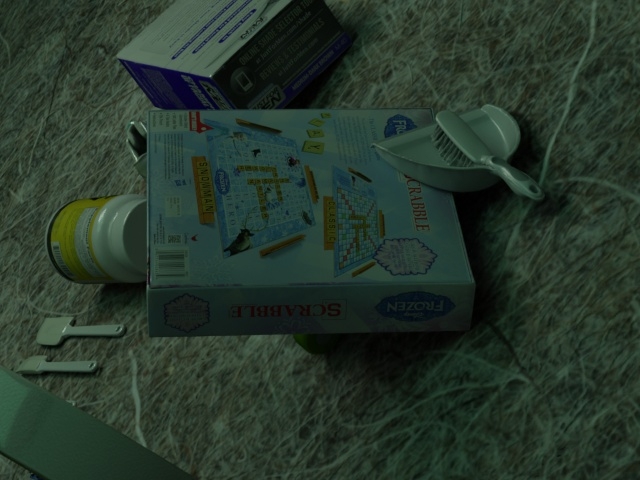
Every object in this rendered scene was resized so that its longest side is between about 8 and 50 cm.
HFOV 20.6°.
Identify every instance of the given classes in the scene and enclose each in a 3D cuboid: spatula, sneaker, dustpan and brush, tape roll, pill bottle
[{"bbox_3d":[-0.353,0.174,2.361,0.242,0.019,0.168,-3,50,54],"label":"spatula"},{"bbox_3d":[-0.234,-0.144,2.453,0.080,0.094,0.212,-46,29,16],"label":"sneaker"},{"bbox_3d":[0.163,-0.083,1.794,0.147,0.060,0.211,-20,46,-22],"label":"dustpan and brush"},{"bbox_3d":[-0.228,0.220,1.730,0.392,0.392,0.072,9,67,59],"label":"tape roll"},{"bbox_3d":[-0.267,-0.001,2.317,0.208,0.119,0.119,-3,56,55],"label":"pill bottle"}]

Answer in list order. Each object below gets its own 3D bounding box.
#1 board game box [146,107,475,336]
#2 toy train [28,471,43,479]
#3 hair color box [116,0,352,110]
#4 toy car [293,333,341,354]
[{"bbox_3d":[-0.021,-0.026,1.813,0.318,0.318,0.066,-96,7,-53],"label":"board game box"},{"bbox_3d":[-0.318,0.294,2.163,0.158,0.027,0.036,3,72,57],"label":"toy train"},{"bbox_3d":[-0.123,-0.256,2.364,0.185,0.110,0.339,-44,24,-13],"label":"hair color box"},{"bbox_3d":[0.000,0.000,1.910,0.188,0.149,0.155,-41,44,-9],"label":"toy car"}]
